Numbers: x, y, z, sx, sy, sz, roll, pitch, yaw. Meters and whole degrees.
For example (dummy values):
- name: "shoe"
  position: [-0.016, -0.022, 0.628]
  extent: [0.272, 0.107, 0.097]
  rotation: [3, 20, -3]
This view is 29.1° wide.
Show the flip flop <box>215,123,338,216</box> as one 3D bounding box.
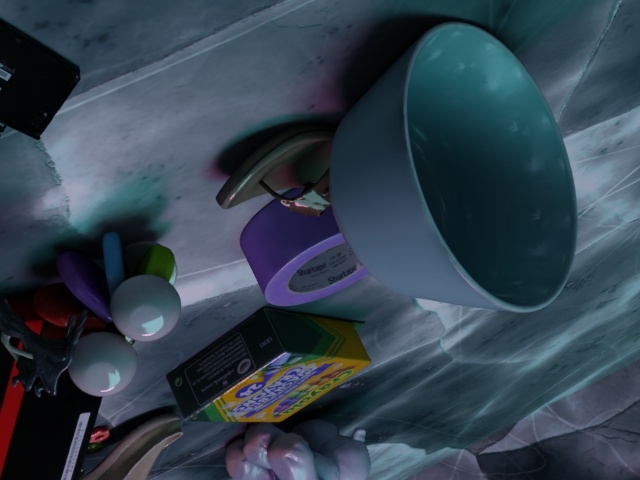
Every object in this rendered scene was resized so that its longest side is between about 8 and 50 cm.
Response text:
- name: "flip flop"
  position: [0.007, -0.069, 1.394]
  extent: [0.277, 0.080, 0.112]
  rotation: [-6, 151, -43]

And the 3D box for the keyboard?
- name: "keyboard"
  position: [-0.279, -0.135, 0.998]
  extent: [0.100, 0.038, 0.192]
  rotation: [-53, 154, 3]

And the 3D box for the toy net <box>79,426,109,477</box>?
- name: "toy net"
  position: [-0.373, 0.311, 1.868]
  extent: [0.122, 0.045, 0.232]
  rotation: [-20, 157, -18]

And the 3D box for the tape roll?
- name: "tape roll"
  position: [0.000, 0.000, 1.547]
  extent: [0.189, 0.080, 0.189]
  rotation: [-24, 158, -10]

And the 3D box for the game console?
- name: "game console"
  position: [-0.400, 0.248, 1.421]
  extent: [0.342, 0.060, 0.386]
  rotation: [1, 111, -57]

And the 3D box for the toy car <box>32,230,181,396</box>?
- name: "toy car"
  position: [-0.241, 0.067, 1.359]
  extent: [0.136, 0.159, 0.182]
  rotation: [35, 104, -19]

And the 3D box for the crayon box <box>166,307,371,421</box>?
- name: "crayon box"
  position: [-0.061, 0.202, 1.934]
  extent: [0.203, 0.083, 0.323]
  rotation: [-36, 158, 21]

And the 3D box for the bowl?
- name: "bowl"
  position: [0.125, -0.061, 1.324]
  extent: [0.163, 0.311, 0.311]
  rotation: [-17, 169, 40]

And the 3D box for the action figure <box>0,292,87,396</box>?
- name: "action figure"
  position: [-0.362, 0.049, 1.160]
  extent: [0.275, 0.141, 0.164]
  rotation: [21, 173, -13]

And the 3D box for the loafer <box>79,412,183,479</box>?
- name: "loafer"
  position: [-0.314, 0.382, 1.960]
  extent: [0.268, 0.092, 0.102]
  rotation: [-41, 172, -14]

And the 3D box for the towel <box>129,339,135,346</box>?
- name: "towel"
  position: [-0.320, 0.160, 1.611]
  extent: [0.148, 0.027, 0.110]
  rotation: [-10, 154, -37]

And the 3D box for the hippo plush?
- name: "hippo plush"
  position: [-0.007, 0.416, 2.321]
  extent: [0.236, 0.294, 0.234]
  rotation: [-33, 136, -43]
